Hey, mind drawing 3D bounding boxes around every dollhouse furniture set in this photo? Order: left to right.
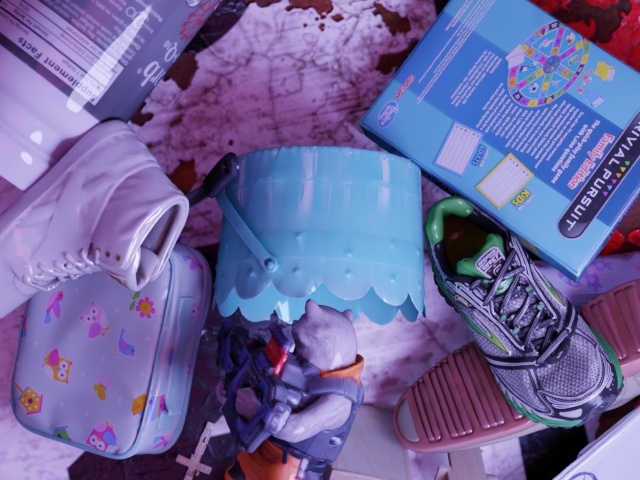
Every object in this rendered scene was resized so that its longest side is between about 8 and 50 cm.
[{"bbox_3d":[0.036,0.407,1.825,0.303,0.174,0.355,12,115,-7],"label":"dollhouse furniture set"}]

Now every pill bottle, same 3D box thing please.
[{"bbox_3d":[-0.288,-0.240,1.676,0.210,0.210,0.363,38,89,-7],"label":"pill bottle"}]

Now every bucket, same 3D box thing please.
[{"bbox_3d":[0.000,0.000,1.693,0.281,0.281,0.183,3,79,-7],"label":"bucket"}]

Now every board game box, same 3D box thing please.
[{"bbox_3d":[0.259,-0.147,1.760,0.336,0.079,0.254,36,88,13],"label":"board game box"}]

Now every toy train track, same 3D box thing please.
[{"bbox_3d":[-0.158,0.276,1.814,0.048,0.014,0.083,22,89,-8],"label":"toy train track"}]

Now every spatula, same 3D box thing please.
[{"bbox_3d":[-0.149,-0.055,1.663,0.030,0.296,0.084,-15,83,-28],"label":"spatula"}]

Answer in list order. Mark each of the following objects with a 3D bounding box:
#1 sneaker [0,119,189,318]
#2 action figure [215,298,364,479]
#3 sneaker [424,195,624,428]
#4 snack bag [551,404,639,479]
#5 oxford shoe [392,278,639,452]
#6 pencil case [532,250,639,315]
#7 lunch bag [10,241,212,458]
[{"bbox_3d":[-0.282,0.017,1.611,0.292,0.108,0.169,-47,63,7],"label":"sneaker"},{"bbox_3d":[-0.039,0.215,1.605,0.178,0.341,0.330,15,107,-14],"label":"action figure"},{"bbox_3d":[0.221,0.083,1.646,0.134,0.146,0.343,-39,53,-2],"label":"sneaker"},{"bbox_3d":[0.392,0.370,1.804,0.342,0.037,0.323,-39,125,-6],"label":"snack bag"},{"bbox_3d":[0.286,0.187,1.736,0.397,0.146,0.140,-21,51,11],"label":"oxford shoe"},{"bbox_3d":[0.354,0.070,1.812,0.273,0.124,0.113,-5,81,-8],"label":"pencil case"},{"bbox_3d":[-0.251,0.125,1.706,0.224,0.108,0.279,12,92,24],"label":"lunch bag"}]
